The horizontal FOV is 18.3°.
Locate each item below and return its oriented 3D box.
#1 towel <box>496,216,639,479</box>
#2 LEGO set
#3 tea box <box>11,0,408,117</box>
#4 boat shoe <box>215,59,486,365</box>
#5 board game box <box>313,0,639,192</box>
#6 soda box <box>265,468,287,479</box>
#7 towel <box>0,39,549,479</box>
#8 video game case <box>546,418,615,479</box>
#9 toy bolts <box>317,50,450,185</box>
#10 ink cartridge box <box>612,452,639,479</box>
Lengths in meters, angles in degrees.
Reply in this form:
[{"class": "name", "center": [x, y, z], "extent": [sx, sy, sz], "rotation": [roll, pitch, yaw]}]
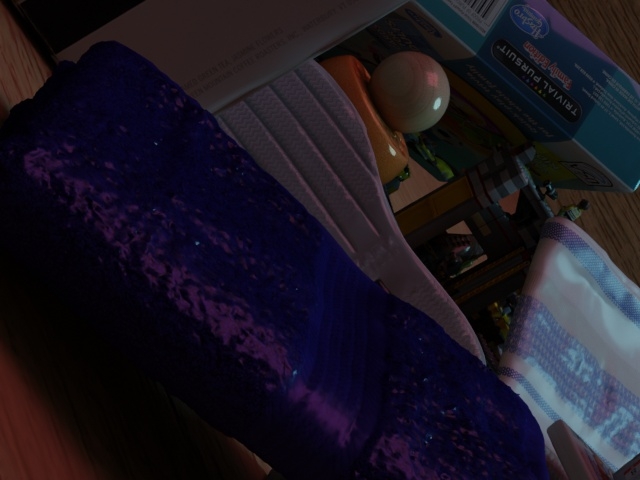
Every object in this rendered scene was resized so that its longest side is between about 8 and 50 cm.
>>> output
[{"class": "towel", "center": [0.204, 0.146, 1.564], "extent": [0.209, 0.034, 0.285], "rotation": [43, 55, -36]}, {"class": "LEGO set", "center": [0.153, 0.016, 1.718], "extent": [0.331, 0.192, 0.255], "rotation": [57, 11, -20]}, {"class": "tea box", "center": [-0.108, -0.279, 1.198], "extent": [0.323, 0.220, 0.329], "rotation": [57, 10, -21]}, {"class": "boat shoe", "center": [0.000, 0.000, 1.352], "extent": [0.302, 0.109, 0.094], "rotation": [60, -24, 3]}, {"class": "board game box", "center": [0.110, -0.147, 1.704], "extent": [0.254, 0.079, 0.336], "rotation": [39, -13, -21]}, {"class": "soda box", "center": [0.006, 0.153, 0.964], "extent": [0.074, 0.069, 0.216], "rotation": [59, 9, -4]}, {"class": "towel", "center": [-0.017, 0.033, 0.918], "extent": [0.308, 0.076, 0.227], "rotation": [40, 10, -11]}, {"class": "video game case", "center": [0.234, 0.220, 1.476], "extent": [0.143, 0.019, 0.157], "rotation": [44, 13, -31]}, {"class": "toy bolts", "center": [-0.007, -0.151, 1.503], "extent": [0.228, 0.158, 0.218], "rotation": [59, 10, -9]}, {"class": "ink cartridge box", "center": [0.279, 0.242, 1.427], "extent": [0.145, 0.045, 0.179], "rotation": [47, 10, -16]}]
